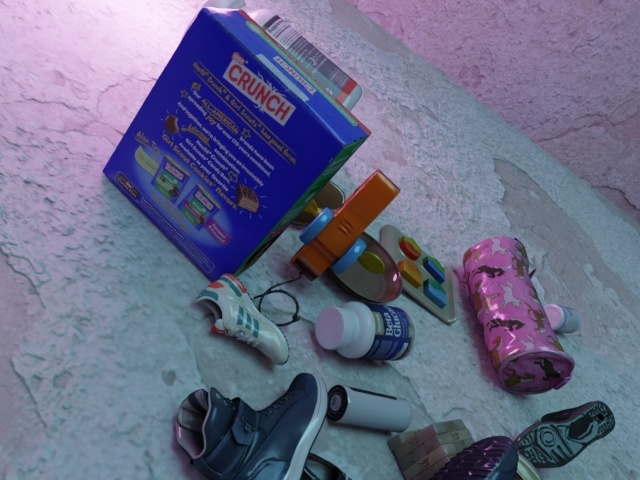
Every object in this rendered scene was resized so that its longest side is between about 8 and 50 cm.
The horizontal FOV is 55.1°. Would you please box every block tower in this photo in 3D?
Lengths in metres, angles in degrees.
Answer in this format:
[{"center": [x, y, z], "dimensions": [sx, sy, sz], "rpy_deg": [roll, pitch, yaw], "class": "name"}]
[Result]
[{"center": [0.222, 0.417, 0.874], "dimensions": [0.091, 0.097, 0.335], "rpy_deg": [10, 43, -44], "class": "block tower"}]

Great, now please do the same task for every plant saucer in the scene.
[{"center": [0.072, 0.049, 1.199], "dimensions": [0.199, 0.036, 0.198], "rpy_deg": [26, 36, -21], "class": "plant saucer"}]

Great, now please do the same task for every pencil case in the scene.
[{"center": [0.434, 0.160, 1.378], "dimensions": [0.386, 0.167, 0.160], "rpy_deg": [-90, 161, -51], "class": "pencil case"}]

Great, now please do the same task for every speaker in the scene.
[{"center": [0.075, 0.258, 0.935], "dimensions": [0.136, 0.055, 0.055], "rpy_deg": [21, 38, -33], "class": "speaker"}]

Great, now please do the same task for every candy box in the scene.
[{"center": [-0.132, -0.132, 0.913], "dimensions": [0.268, 0.317, 0.122], "rpy_deg": [45, 31, 1], "class": "candy box"}]

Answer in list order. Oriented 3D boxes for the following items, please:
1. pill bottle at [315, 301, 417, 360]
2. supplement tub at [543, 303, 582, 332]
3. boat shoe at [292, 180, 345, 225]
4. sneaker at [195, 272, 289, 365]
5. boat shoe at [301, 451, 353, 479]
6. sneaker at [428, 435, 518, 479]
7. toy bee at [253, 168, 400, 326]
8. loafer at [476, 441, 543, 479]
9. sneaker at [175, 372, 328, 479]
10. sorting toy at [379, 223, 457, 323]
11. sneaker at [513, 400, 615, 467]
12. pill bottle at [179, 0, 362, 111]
[{"center": [0.076, 0.152, 1.027], "dimensions": [0.169, 0.094, 0.094], "rpy_deg": [12, 43, -41], "class": "pill bottle"}, {"center": [0.641, 0.209, 1.639], "dimensions": [0.107, 0.071, 0.071], "rpy_deg": [13, 42, -40], "class": "supplement tub"}, {"center": [-0.085, -0.125, 1.128], "dimensions": [0.324, 0.120, 0.122], "rpy_deg": [21, 57, -28], "class": "boat shoe"}, {"center": [-0.117, 0.127, 0.887], "dimensions": [0.075, 0.057, 0.161], "rpy_deg": [-34, 82, -39], "class": "sneaker"}, {"center": [0.013, 0.315, 0.808], "dimensions": [0.125, 0.038, 0.046], "rpy_deg": [35, 32, -14], "class": "boat shoe"}, {"center": [0.170, 0.392, 0.771], "dimensions": [0.319, 0.112, 0.131], "rpy_deg": [-40, 94, -30], "class": "sneaker"}, {"center": [0.000, 0.000, 1.051], "dimensions": [0.195, 0.298, 0.162], "rpy_deg": [64, -8, -2], "class": "toy bee"}, {"center": [0.320, 0.438, 0.954], "dimensions": [0.268, 0.102, 0.092], "rpy_deg": [54, 26, 15], "class": "loafer"}, {"center": [-0.083, 0.214, 0.773], "dimensions": [0.163, 0.086, 0.226], "rpy_deg": [41, 32, -10], "class": "sneaker"}, {"center": [0.220, 0.066, 1.354], "dimensions": [0.208, 0.038, 0.193], "rpy_deg": [34, 32, -15], "class": "sorting toy"}, {"center": [0.455, 0.390, 1.203], "dimensions": [0.228, 0.130, 0.087], "rpy_deg": [-17, 67, -25], "class": "sneaker"}, {"center": [-0.107, -0.359, 1.326], "dimensions": [0.363, 0.210, 0.210], "rpy_deg": [38, 31, -8], "class": "pill bottle"}]
